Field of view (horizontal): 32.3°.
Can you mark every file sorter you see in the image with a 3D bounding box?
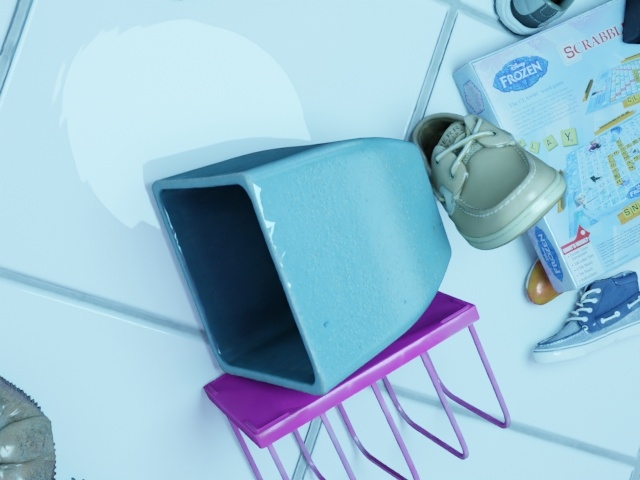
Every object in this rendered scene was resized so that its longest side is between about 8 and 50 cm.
[{"bbox_3d":[0.050,0.202,1.318,0.291,0.202,0.182,-29,107,-16],"label":"file sorter"}]

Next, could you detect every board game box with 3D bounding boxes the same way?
[{"bbox_3d":[0.379,-0.140,1.443,0.319,0.066,0.318,-25,90,-17],"label":"board game box"}]

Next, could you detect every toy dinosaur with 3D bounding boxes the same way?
[{"bbox_3d":[-0.334,0.261,1.226,0.200,0.127,0.295,0,83,-28],"label":"toy dinosaur"}]

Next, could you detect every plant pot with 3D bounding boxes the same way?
[{"bbox_3d":[0.000,0.000,1.267,0.252,0.247,0.247,-26,103,-29],"label":"plant pot"}]

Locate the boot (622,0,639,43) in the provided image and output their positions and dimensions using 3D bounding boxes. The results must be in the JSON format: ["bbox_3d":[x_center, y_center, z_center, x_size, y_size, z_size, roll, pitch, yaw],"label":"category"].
[{"bbox_3d":[0.465,-0.483,1.291,0.146,0.367,0.445,7,82,-1],"label":"boot"}]

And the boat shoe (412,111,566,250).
[{"bbox_3d":[0.173,-0.080,1.266,0.122,0.341,0.110,-42,105,0],"label":"boat shoe"}]

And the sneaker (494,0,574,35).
[{"bbox_3d":[0.329,-0.386,1.415,0.100,0.108,0.271,29,83,-19],"label":"sneaker"}]

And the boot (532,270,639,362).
[{"bbox_3d":[0.360,0.103,1.499,0.190,0.069,0.086,-16,93,-26],"label":"boot"}]

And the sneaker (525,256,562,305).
[{"bbox_3d":[0.347,0.025,1.481,0.175,0.067,0.064,-38,108,-12],"label":"sneaker"}]
